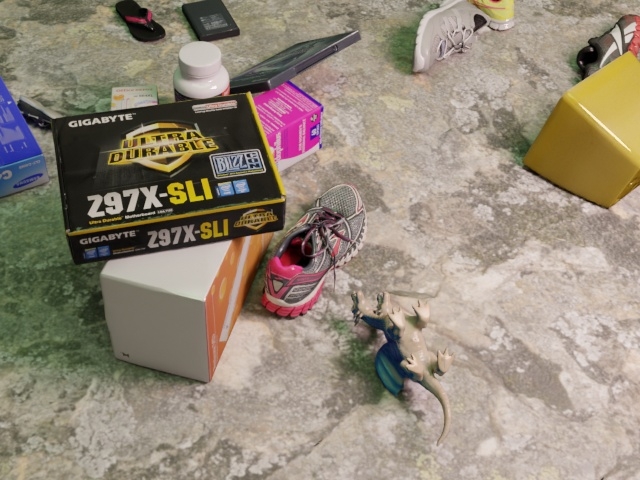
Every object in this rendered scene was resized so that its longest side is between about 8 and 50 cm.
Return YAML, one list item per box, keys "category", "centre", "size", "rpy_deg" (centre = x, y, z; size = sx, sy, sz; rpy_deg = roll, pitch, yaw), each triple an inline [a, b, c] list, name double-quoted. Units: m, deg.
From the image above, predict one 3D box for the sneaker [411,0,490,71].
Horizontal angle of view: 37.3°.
- category: "sneaker"
  centre: [0.287, -0.455, 2.083]
  size: [0.115, 0.105, 0.281]
  rpy_deg: [23, 50, 17]

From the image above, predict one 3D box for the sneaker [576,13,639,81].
- category: "sneaker"
  centre: [0.634, -0.415, 2.071]
  size: [0.135, 0.097, 0.276]
  rpy_deg: [17, 50, 9]

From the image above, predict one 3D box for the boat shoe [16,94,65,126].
- category: "boat shoe"
  centre: [-0.556, -0.248, 1.887]
  size: [0.125, 0.038, 0.046]
  rpy_deg: [29, 10, 15]

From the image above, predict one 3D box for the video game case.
- category: "video game case"
  centre: [-0.072, -0.360, 1.947]
  size: [0.196, 0.026, 0.274]
  rpy_deg: [1, 30, 48]

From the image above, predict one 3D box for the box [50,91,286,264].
- category: "box"
  centre: [-0.236, -0.103, 1.454]
  size: [0.322, 0.079, 0.257]
  rpy_deg: [-9, 50, -12]

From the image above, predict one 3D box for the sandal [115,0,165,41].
- category: "sandal"
  centre: [-0.409, -0.501, 2.128]
  size: [0.067, 0.040, 0.179]
  rpy_deg: [-26, 54, -25]

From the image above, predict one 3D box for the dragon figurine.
- category: "dragon figurine"
  centre: [0.140, 0.187, 1.493]
  size: [0.085, 0.144, 0.289]
  rpy_deg: [-18, 70, -21]

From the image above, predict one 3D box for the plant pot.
- category: "plant pot"
  centre: [0.550, -0.191, 1.803]
  size: [0.212, 0.212, 0.187]
  rpy_deg: [-32, 70, -29]

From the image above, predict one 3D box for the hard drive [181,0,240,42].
- category: "hard drive"
  centre: [-0.249, -0.500, 2.149]
  size: [0.094, 0.022, 0.135]
  rpy_deg: [-16, 50, -17]

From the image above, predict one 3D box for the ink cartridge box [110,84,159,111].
- category: "ink cartridge box"
  centre: [-0.360, -0.234, 1.850]
  size: [0.092, 0.090, 0.143]
  rpy_deg: [-4, 48, -7]

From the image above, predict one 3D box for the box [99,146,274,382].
- category: "box"
  centre: [-0.203, 0.018, 1.541]
  size: [0.168, 0.215, 0.345]
  rpy_deg: [13, 48, 8]

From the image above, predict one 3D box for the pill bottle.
- category: "pill bottle"
  centre: [-0.229, -0.282, 1.832]
  size: [0.108, 0.193, 0.108]
  rpy_deg: [2, 48, -2]

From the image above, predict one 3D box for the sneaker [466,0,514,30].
- category: "sneaker"
  centre: [0.373, -0.574, 2.207]
  size: [0.208, 0.094, 0.081]
  rpy_deg: [35, 56, 28]

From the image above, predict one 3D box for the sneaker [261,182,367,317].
- category: "sneaker"
  centre: [0.000, 0.000, 1.641]
  size: [0.121, 0.112, 0.299]
  rpy_deg: [19, 48, 14]

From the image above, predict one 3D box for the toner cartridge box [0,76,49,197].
- category: "toner cartridge box"
  centre: [-0.662, -0.218, 1.828]
  size: [0.165, 0.075, 0.348]
  rpy_deg: [-22, 52, -20]

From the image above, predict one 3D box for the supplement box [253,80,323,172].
- category: "supplement box"
  centre: [-0.110, -0.198, 1.818]
  size: [0.220, 0.111, 0.114]
  rpy_deg: [-32, 56, -28]
